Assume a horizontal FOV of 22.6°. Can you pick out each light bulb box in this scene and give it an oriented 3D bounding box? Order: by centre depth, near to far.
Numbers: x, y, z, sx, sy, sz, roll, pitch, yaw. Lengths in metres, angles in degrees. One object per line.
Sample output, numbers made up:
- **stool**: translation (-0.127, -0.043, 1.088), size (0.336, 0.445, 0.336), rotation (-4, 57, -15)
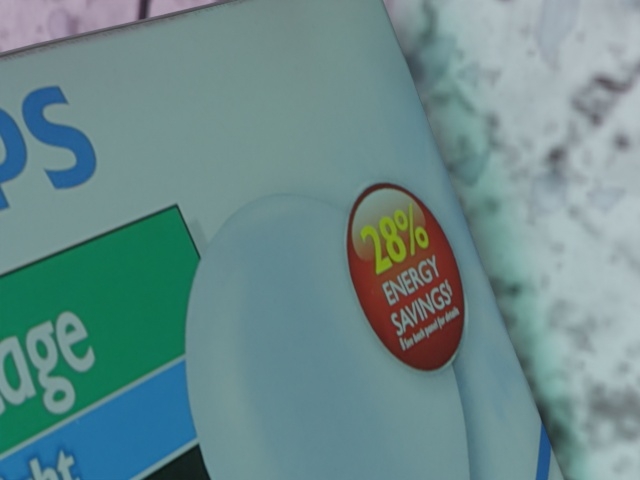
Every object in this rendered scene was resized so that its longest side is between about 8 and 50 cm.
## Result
- **light bulb box**: translation (-0.090, 0.133, 0.512), size (0.225, 0.358, 0.361), rotation (-18, 96, 35)
